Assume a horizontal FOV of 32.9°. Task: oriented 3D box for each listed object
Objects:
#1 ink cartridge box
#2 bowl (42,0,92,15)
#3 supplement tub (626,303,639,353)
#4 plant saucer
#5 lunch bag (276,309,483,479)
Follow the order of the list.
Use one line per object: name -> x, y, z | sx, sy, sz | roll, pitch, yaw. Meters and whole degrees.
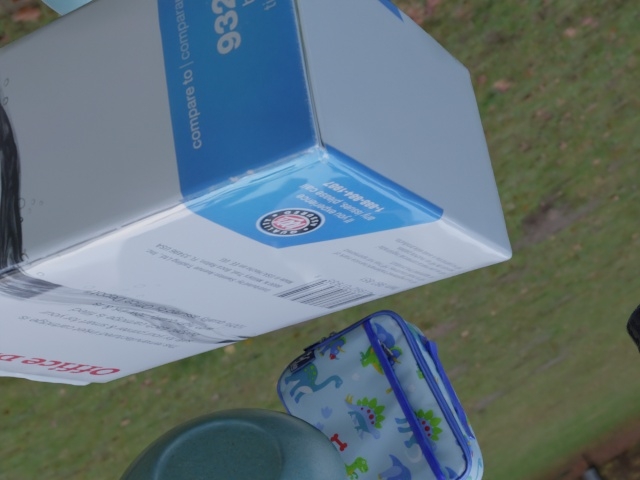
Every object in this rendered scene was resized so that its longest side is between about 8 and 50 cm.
ink cartridge box -> -0.084, -0.023, 0.602 | 0.307, 0.129, 0.223 | -19, 160, 26
bowl -> -0.202, -0.400, 1.217 | 0.312, 0.311, 0.163 | -22, 167, -21
supplement tub -> 0.277, 0.116, 0.689 | 0.106, 0.198, 0.106 | -19, 145, -14
plant saucer -> -0.077, 0.190, 0.845 | 0.195, 0.195, 0.037 | -23, 129, -17
lunch bag -> 0.067, 0.196, 1.176 | 0.176, 0.219, 0.090 | -30, 156, 13
